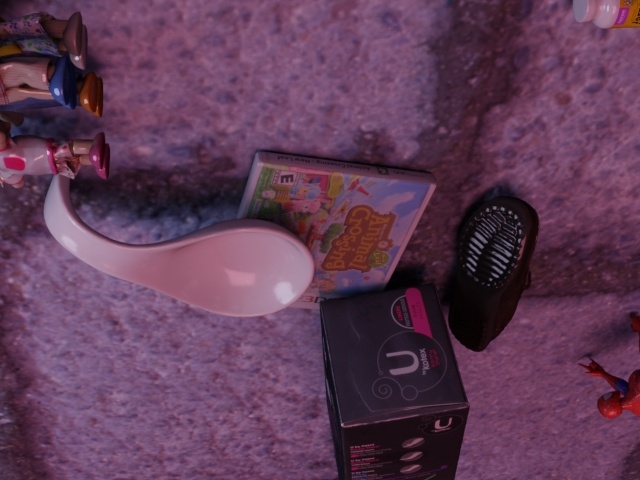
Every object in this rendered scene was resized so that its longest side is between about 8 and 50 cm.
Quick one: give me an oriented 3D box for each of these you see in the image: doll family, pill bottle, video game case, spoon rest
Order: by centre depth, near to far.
[{"bbox_3d":[-0.263,-0.129,0.677,0.163,0.118,0.263,1,166,-5],"label":"doll family"},{"bbox_3d":[0.269,-0.210,0.757,0.083,0.043,0.043,-5,136,-7],"label":"pill bottle"},{"bbox_3d":[-0.138,0.012,0.847,0.277,0.084,0.137,19,131,-18],"label":"spoon rest"},{"bbox_3d":[0.000,0.000,0.930,0.194,0.023,0.212,6,134,-18],"label":"video game case"}]

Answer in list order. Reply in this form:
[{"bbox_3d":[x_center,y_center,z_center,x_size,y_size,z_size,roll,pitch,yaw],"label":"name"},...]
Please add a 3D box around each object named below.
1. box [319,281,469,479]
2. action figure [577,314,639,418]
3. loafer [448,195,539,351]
[{"bbox_3d":[0.083,0.197,1.031,0.144,0.165,0.270,-9,144,-3],"label":"box"},{"bbox_3d":[0.461,0.139,1.139,0.280,0.139,0.091,-28,135,-15],"label":"action figure"},{"bbox_3d":[0.203,0.031,0.981,0.078,0.080,0.220,-27,145,-33],"label":"loafer"}]
